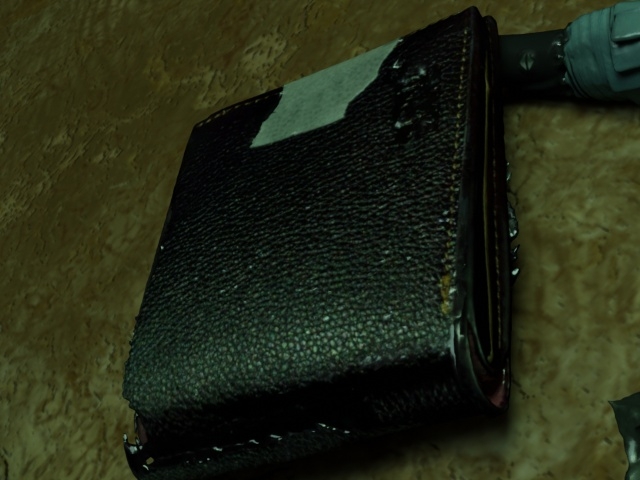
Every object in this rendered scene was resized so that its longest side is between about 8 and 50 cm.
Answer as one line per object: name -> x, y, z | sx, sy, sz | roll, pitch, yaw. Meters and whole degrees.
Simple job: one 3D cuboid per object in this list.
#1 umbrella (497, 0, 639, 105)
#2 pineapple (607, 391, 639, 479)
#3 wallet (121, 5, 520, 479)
umbrella -> 0.191, -0.104, 0.707 | 0.250, 0.053, 0.052 | 3, 53, 41
pineapple -> 0.141, 0.153, 0.484 | 0.111, 0.119, 0.237 | 11, 62, 28
wallet -> 0.000, 0.000, 0.744 | 0.221, 0.071, 0.262 | -20, 46, 32
